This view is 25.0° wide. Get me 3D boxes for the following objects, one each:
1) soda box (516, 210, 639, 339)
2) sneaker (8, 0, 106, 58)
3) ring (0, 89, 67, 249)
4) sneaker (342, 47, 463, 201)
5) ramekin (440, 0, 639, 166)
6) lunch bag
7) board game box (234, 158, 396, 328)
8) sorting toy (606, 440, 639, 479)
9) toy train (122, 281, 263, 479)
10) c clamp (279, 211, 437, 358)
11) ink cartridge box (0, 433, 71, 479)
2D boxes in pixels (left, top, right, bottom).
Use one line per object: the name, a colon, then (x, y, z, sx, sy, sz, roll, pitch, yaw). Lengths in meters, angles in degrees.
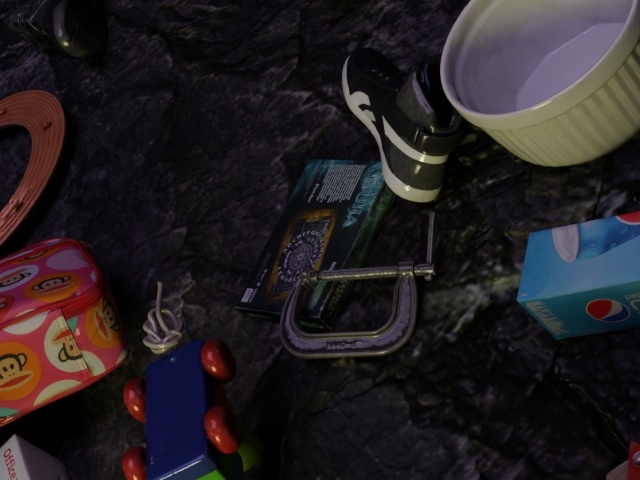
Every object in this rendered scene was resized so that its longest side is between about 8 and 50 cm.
soda box: (0.266, 0.021, 1.149, 0.210, 0.067, 0.071, -12, 50, 37)
sneaker: (-0.379, -0.302, 2.066, 0.130, 0.087, 0.227, -38, 35, 16)
ring: (-0.467, -0.064, 1.983, 0.336, 0.032, 0.336, -25, 43, 26)
sneaker: (0.091, -0.151, 1.431, 0.217, 0.079, 0.121, -112, 34, -42)
ramekin: (0.224, -0.165, 1.324, 0.207, 0.109, 0.207, -26, 43, 26)
lunch bag: (-0.368, 0.105, 1.583, 0.293, 0.120, 0.258, -23, 22, -11)
board game box: (0.000, 0.000, 1.464, 0.126, 0.026, 0.186, 5, 61, 45)
sorting toy: (0.266, 0.180, 1.023, 0.274, 0.046, 0.132, -37, 38, 15)
toy train: (-0.103, 0.158, 1.339, 0.105, 0.143, 0.248, -27, 36, 13)
c clamp: (0.036, 0.049, 1.366, 0.161, 0.022, 0.137, -9, 62, 20)
ink cartridge box: (-0.336, 0.305, 1.484, 0.175, 0.072, 0.127, -45, 36, 5)
